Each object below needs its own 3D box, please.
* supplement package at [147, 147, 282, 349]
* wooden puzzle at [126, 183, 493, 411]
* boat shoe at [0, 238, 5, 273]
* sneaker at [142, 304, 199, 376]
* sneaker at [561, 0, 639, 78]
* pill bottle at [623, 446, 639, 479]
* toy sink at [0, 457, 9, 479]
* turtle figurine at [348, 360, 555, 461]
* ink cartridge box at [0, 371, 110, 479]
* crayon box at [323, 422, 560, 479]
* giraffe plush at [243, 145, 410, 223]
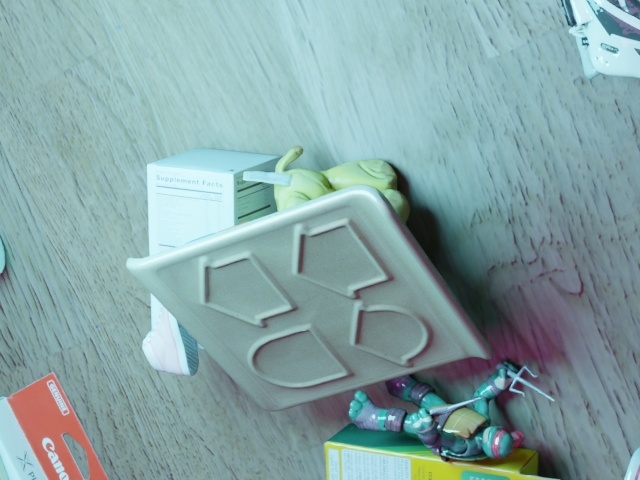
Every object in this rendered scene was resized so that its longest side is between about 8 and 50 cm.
[{"bbox_3d":[-0.137,0.010,1.743,0.139,0.134,0.244,8,107,26],"label":"supplement package"},{"bbox_3d":[-0.008,0.066,1.569,0.348,0.080,0.322,-15,134,25],"label":"wooden puzzle"},{"bbox_3d":[-0.564,-0.021,1.999,0.227,0.079,0.081,53,129,12],"label":"boat shoe"},{"bbox_3d":[-0.202,0.112,1.695,0.070,0.051,0.134,0,107,23],"label":"sneaker"},{"bbox_3d":[0.313,-0.260,1.448,0.330,0.122,0.146,46,117,11],"label":"sneaker"},{"bbox_3d":[0.442,0.308,1.546,0.160,0.087,0.087,16,110,24],"label":"pill bottle"},{"bbox_3d":[-0.548,0.433,1.990,0.131,0.153,0.234,-16,94,30],"label":"toy sink"},{"bbox_3d":[0.162,0.219,1.628,0.234,0.175,0.118,11,111,37],"label":"turtle figurine"},{"bbox_3d":[-0.451,0.373,2.045,0.239,0.060,0.275,-28,89,31],"label":"ink cartridge box"},{"bbox_3d":[0.168,0.366,1.705,0.323,0.083,0.203,5,105,27],"label":"crayon box"},{"bbox_3d":[0.000,0.000,1.669,0.210,0.181,0.170,16,132,11],"label":"giraffe plush"}]
